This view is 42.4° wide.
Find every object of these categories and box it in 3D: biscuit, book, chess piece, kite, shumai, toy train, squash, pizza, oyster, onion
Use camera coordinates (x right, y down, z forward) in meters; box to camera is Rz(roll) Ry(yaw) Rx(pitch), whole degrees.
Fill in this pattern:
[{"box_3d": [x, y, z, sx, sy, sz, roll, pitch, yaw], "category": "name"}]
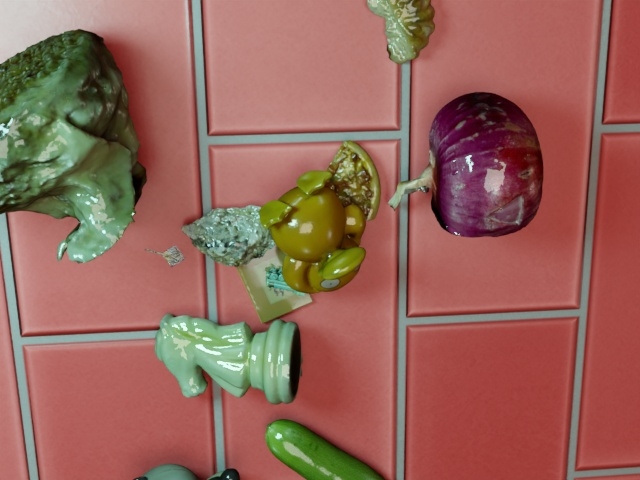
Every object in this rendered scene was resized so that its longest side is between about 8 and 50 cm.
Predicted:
[{"box_3d": [0.157, -0.434, 1.556, 0.118, 0.061, 0.183, -27, 106, 1], "category": "biscuit"}, {"box_3d": [-0.101, 0.075, 1.697, 0.118, 0.012, 0.172, -22, 106, 1], "category": "book"}, {"box_3d": [-0.192, 0.240, 1.679, 0.298, 0.176, 0.176, 4, 106, 7], "category": "chess piece"}, {"box_3d": [-0.311, 0.023, 1.666, 0.078, 0.002, 0.044, 34, 100, -14], "category": "kite"}, {"box_3d": [-0.468, -0.149, 1.469, 0.395, 0.395, 0.348, -34, 127, 4], "category": "shumai"}, {"box_3d": [-0.069, 0.084, 1.683, 0.092, 0.029, 0.045, 11, 113, -10], "category": "toy train"}, {"box_3d": [0.037, 0.504, 1.790, 0.378, 0.101, 0.101, 36, 99, -16], "category": "squash"}, {"box_3d": [0.055, -0.106, 1.644, 0.134, 0.046, 0.175, -27, 107, 2], "category": "pizza"}, {"box_3d": [-0.177, -0.008, 1.637, 0.177, 0.064, 0.125, -19, 89, 2], "category": "oyster"}, {"box_3d": [0.305, -0.154, 1.559, 0.272, 0.256, 0.230, -21, 124, -23], "category": "onion"}]

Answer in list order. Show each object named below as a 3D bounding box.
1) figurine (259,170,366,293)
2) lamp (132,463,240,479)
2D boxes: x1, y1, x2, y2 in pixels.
[{"box_3d": [-0.006, -0.007, 1.599, 0.215, 0.215, 0.228, -36, 96, 5], "category": "figurine"}, {"box_3d": [-0.285, 0.562, 1.735, 0.243, 0.198, 0.198, -10, 107, -12], "category": "lamp"}]
